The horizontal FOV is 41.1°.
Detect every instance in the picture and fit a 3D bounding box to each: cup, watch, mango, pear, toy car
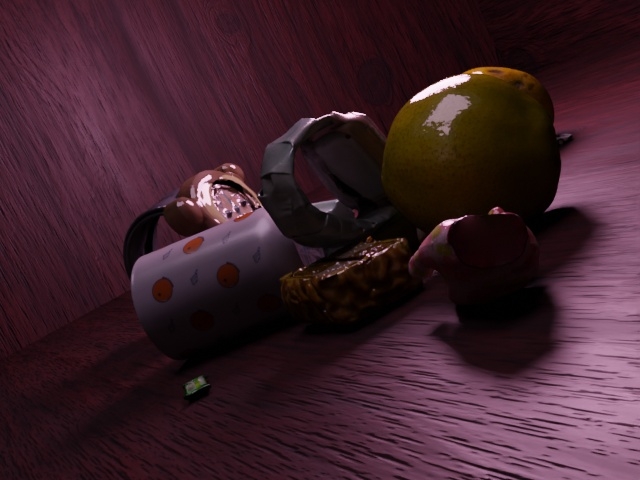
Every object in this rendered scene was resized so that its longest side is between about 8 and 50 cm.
[{"bbox_3d":[-0.157,0.072,1.572,0.317,0.212,0.212,-21,9,18],"label":"cup"},{"bbox_3d":[0.017,-0.093,1.476,0.162,0.253,0.241,-23,29,43],"label":"watch"},{"bbox_3d":[-0.269,0.036,1.971,0.327,0.335,0.314,-43,5,28],"label":"watch"},{"bbox_3d":[0.424,-0.292,2.020,0.253,0.182,0.365,3,-8,25],"label":"mango"},{"bbox_3d":[0.240,-0.132,1.392,0.294,0.294,0.294,-26,8,4],"label":"pear"},{"bbox_3d":[0.528,-0.226,1.943,0.093,0.025,0.041,-22,10,29],"label":"toy car"}]

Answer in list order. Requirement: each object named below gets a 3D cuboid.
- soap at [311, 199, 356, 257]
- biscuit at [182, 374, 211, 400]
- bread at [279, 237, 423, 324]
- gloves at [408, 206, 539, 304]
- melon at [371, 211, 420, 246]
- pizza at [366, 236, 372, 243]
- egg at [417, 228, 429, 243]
[{"bbox_3d":[0.000,0.000,1.729,0.094,0.150,0.261,-33,11,-20],"label":"soap"},{"bbox_3d":[-0.197,0.233,1.352,0.046,0.016,0.089,-26,9,-9],"label":"biscuit"},{"bbox_3d":[0.044,0.068,1.360,0.181,0.096,0.222,-27,8,-25],"label":"bread"},{"bbox_3d":[0.201,0.028,1.103,0.145,0.126,0.241,-32,-20,-4],"label":"gloves"},{"bbox_3d":[0.249,-0.087,1.615,0.323,0.124,0.196,-25,16,19],"label":"melon"},{"bbox_3d":[0.056,0.000,1.917,0.134,0.046,0.175,-29,9,-16],"label":"pizza"},{"bbox_3d":[0.212,-0.024,1.519,0.083,0.071,0.071,-10,12,12],"label":"egg"}]
